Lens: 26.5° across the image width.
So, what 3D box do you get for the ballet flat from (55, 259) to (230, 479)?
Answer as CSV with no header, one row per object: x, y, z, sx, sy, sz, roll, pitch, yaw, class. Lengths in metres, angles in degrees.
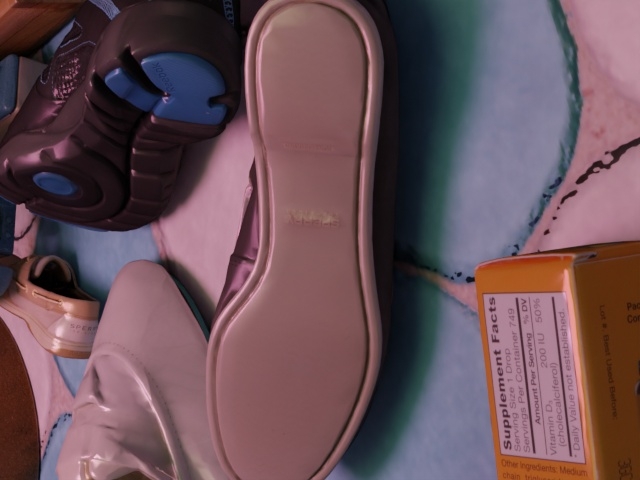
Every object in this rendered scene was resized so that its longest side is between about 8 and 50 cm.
-0.114,0.202,0.962,0.139,0.139,0.400,-34,69,49,ballet flat

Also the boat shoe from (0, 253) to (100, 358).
-0.231,0.040,1.148,0.170,0.063,0.059,33,108,44,boat shoe

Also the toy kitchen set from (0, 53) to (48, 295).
-0.321,-0.053,1.104,0.122,0.166,0.207,-24,60,44,toy kitchen set

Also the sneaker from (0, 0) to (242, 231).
-0.140,-0.107,0.984,0.341,0.125,0.139,-30,45,53,sneaker

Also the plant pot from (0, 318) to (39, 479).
-0.429,0.186,1.263,0.237,0.254,0.237,10,103,51,plant pot

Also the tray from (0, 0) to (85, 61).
-0.312,-0.358,1.169,0.203,0.076,0.411,-23,78,51,tray

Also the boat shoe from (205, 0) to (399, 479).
0.000,0.000,0.832,0.112,0.095,0.335,12,113,13,boat shoe

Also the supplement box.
0.138,0.118,0.669,0.080,0.078,0.233,-1,94,55,supplement box
